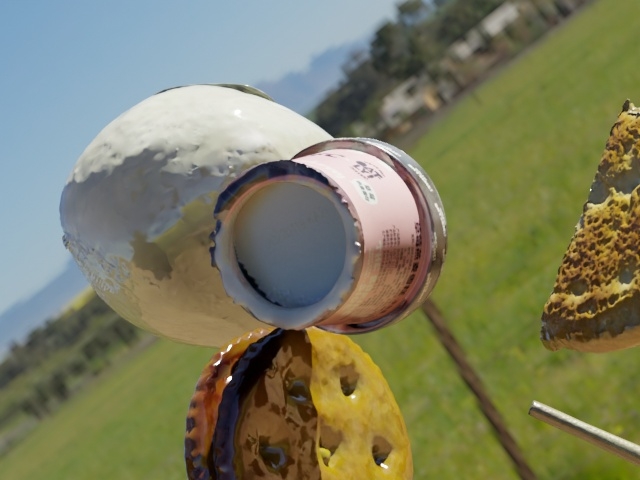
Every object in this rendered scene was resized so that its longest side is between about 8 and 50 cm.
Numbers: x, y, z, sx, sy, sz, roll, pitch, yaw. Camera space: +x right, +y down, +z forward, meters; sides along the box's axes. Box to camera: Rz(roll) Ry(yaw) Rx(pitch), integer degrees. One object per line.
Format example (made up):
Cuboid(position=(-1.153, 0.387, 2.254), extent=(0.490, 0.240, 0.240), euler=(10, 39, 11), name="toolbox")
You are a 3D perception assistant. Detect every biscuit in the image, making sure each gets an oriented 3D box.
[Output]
Cuboid(position=(-0.014, 0.172, 1.378), extent=(0.066, 0.220, 0.220), euler=(-18, 16, 39), name="biscuit")

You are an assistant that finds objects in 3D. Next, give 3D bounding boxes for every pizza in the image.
Cuboid(position=(0.263, -0.023, 1.311), extent=(0.292, 0.058, 0.197), euler=(-47, 37, 31), name="pizza")

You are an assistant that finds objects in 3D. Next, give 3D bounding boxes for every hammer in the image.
Cuboid(position=(0.212, 0.140, 1.069), extent=(0.062, 0.182, 0.017), euler=(88, -153, -68), name="hammer")

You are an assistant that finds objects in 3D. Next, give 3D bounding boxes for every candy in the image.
Cuboid(position=(-0.099, -0.008, 1.624), extent=(0.295, 0.295, 0.185), euler=(-37, 19, 23), name="candy")

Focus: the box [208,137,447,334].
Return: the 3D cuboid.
Cuboid(position=(0.000, 0.000, 1.298), extent=(0.151, 0.151, 0.135), euler=(-37, -13, 25), name="box")
